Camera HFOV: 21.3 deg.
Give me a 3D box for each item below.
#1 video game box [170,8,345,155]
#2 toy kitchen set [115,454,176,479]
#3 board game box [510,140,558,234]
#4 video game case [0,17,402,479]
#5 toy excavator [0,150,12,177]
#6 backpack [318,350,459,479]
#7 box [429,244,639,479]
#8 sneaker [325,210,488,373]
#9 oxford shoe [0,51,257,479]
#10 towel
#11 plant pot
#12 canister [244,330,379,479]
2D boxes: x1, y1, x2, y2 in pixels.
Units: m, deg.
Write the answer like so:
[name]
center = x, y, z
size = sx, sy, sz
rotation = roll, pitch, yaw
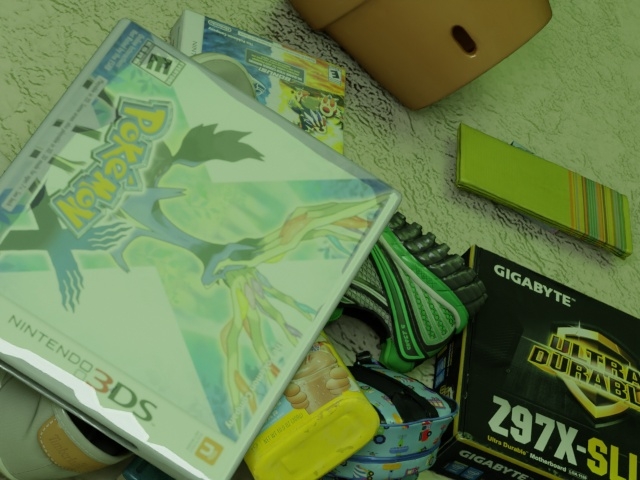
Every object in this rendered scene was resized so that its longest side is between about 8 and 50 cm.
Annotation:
[video game box]
center = -0.072, -0.143, 1.864
size = 0.205, 0.048, 0.187
rotation = 18, 52, -20
[toy kitchen set]
center = -0.050, 0.218, 1.516
size = 0.207, 0.166, 0.122
rotation = 41, 45, 1
[board game box]
center = 0.254, -0.063, 2.029
size = 0.090, 0.020, 0.090
rotation = 31, 46, -9
[video game case]
center = -0.131, 0.007, 1.454
size = 0.300, 0.036, 0.329
rotation = 33, 63, 0
[toy excavator]
center = -0.349, -0.060, 1.543
size = 0.445, 0.222, 0.433
rotation = 45, 43, -15
[backpack]
center = 0.039, 0.179, 1.583
size = 0.158, 0.173, 0.117
rotation = -4, 101, -38
[box]
center = 0.274, 0.176, 1.821
size = 0.322, 0.079, 0.257
rotation = 24, 49, -16
[sneaker]
center = 0.000, 0.000, 1.726
size = 0.343, 0.134, 0.146
rotation = 39, 81, 0
[oxford shoe]
center = -0.150, 0.024, 1.533
size = 0.169, 0.130, 0.449
rotation = 47, 57, -38
[towel]
center = 0.262, -0.057, 2.003
size = 0.237, 0.021, 0.102
rotation = 22, 43, -17
[plant pot]
center = 0.130, -0.287, 1.963
size = 0.203, 0.291, 0.291
rotation = 55, 45, -9
[canister]
center = -0.033, 0.131, 1.500
size = 0.073, 0.126, 0.170
rotation = 54, 0, -40
